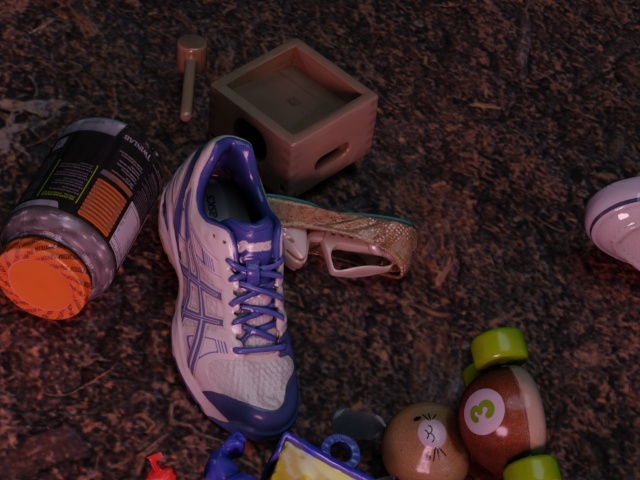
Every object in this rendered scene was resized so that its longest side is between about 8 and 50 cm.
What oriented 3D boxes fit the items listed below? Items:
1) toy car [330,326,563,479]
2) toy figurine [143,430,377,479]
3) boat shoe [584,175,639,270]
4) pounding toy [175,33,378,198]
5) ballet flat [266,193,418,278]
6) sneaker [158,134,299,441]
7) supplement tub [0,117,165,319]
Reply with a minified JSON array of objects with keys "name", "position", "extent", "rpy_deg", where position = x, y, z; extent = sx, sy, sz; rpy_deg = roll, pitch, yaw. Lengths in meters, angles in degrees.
[{"name":"toy car","position":[0.109,0.185,1.675],"extent":[0.188,0.149,0.155],"rpy_deg":[-10,65,-7]},{"name":"toy figurine","position":[0.017,0.243,1.556],"extent":[0.363,0.191,0.217],"rpy_deg":[27,41,4]},{"name":"boat shoe","position":[0.452,0.049,1.926],"extent":[0.367,0.136,0.156],"rpy_deg":[17,48,-17]},{"name":"pounding toy","position":[-0.077,-0.135,1.928],"extent":[0.181,0.094,0.206],"rpy_deg":[-33,56,-33]},{"name":"ballet flat","position":[0.000,0.000,1.846],"extent":[0.206,0.073,0.067],"rpy_deg":[8,62,-8]},{"name":"sneaker","position":[-0.083,0.040,1.713],"extent":[0.112,0.131,0.296],"rpy_deg":[-7,66,-27]},{"name":"supplement tub","position":[-0.233,-0.021,1.746],"extent":[0.117,0.117,0.190],"rpy_deg":[23,46,2]}]
